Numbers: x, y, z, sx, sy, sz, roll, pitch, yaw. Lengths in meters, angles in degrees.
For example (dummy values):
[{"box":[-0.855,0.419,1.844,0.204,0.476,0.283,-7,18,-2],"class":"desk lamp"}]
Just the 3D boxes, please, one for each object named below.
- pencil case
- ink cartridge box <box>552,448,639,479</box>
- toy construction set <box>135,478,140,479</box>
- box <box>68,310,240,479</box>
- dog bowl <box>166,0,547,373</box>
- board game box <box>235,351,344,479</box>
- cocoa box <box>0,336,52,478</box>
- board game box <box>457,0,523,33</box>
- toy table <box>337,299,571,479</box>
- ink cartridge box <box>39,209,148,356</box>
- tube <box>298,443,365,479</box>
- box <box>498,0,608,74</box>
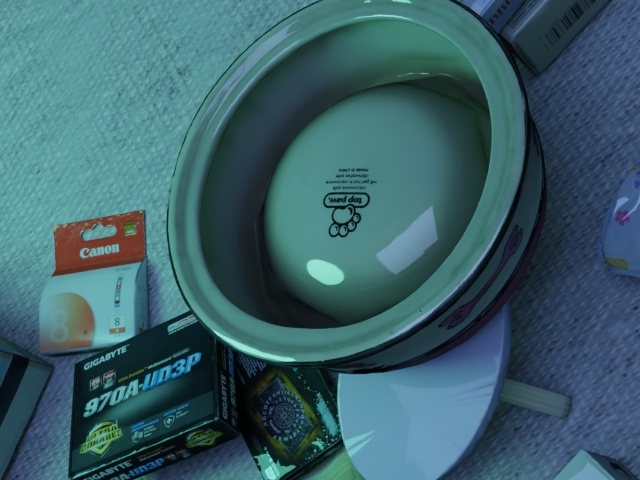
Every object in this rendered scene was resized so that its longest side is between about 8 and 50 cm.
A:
[{"box":[0.428,0.011,1.378,0.273,0.113,0.124,21,108,26],"class":"pencil case"},{"box":[0.274,0.273,1.380,0.099,0.135,0.056,-49,62,8],"class":"ink cartridge box"},{"box":[-0.229,0.385,1.568,0.309,0.257,0.237,20,70,44],"class":"toy construction set"},{"box":[-0.201,0.190,1.614,0.220,0.051,0.175,-24,46,22],"class":"box"},{"box":[0.049,-0.047,1.368,0.408,0.150,0.408,-13,62,27],"class":"dog bowl"},{"box":[-0.047,0.186,1.590,0.126,0.026,0.186,-37,60,13],"class":"board game box"},{"box":[-0.550,0.250,1.690,0.231,0.228,0.347,23,85,26],"class":"cocoa box"},{"box":[0.148,-0.414,1.473,0.318,0.066,0.319,42,97,25],"class":"board game box"},{"box":[0.135,0.139,1.456,0.252,0.161,0.274,27,92,26],"class":"toy table"},{"box":[-0.294,0.054,1.731,0.145,0.045,0.179,-9,78,22],"class":"ink cartridge box"},{"box":[0.045,0.315,1.493,0.070,0.062,0.240,-13,39,-18],"class":"tube"},{"box":[0.207,-0.328,1.537,0.148,0.127,0.232,-47,65,9],"class":"box"}]
